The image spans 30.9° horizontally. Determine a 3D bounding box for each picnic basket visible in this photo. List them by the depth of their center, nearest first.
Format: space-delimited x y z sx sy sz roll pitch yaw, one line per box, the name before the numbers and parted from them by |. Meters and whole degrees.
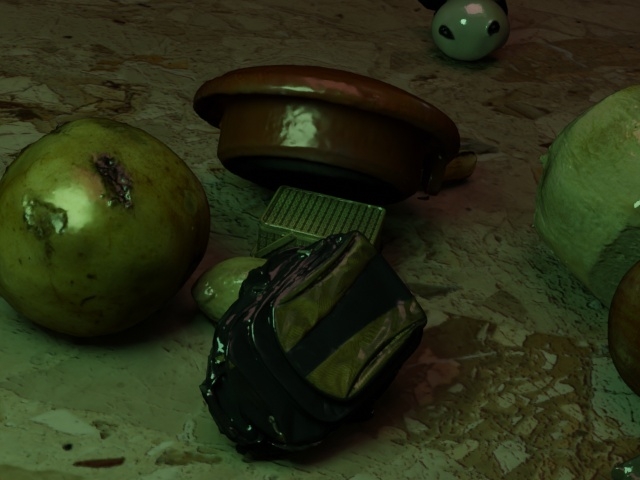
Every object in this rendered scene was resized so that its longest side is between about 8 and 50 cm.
picnic basket | 0.000 0.000 1.503 0.164 0.080 0.115 14 33 8

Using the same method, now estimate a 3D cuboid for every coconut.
coconut | 0.427 -0.063 1.517 0.297 0.297 0.254 -8 37 -24

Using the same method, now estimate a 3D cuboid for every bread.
bread | 0.180 -0.111 1.746 0.106 0.053 0.072 -14 16 -35

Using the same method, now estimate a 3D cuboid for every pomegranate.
pomegranate | -0.262 -0.015 1.331 0.260 0.260 0.260 6 33 -4

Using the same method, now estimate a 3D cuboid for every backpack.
backpack | -0.020 0.120 1.250 0.206 0.133 0.258 49 50 0

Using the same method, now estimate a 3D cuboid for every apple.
apple | 0.439 0.104 1.330 0.211 0.211 0.188 -13 30 -30

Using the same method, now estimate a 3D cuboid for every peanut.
peanut | -0.048 0.062 1.388 0.214 0.090 0.099 2 27 -12

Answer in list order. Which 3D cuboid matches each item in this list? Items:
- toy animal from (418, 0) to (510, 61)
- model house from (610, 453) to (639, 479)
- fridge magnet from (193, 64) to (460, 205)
toy animal | 0.267 -0.404 2.153 0.166 0.138 0.179 -8 40 10
model house | 0.411 0.252 1.185 0.188 0.122 0.229 18 17 37
fridge magnet | 0.006 -0.142 1.551 0.363 0.155 0.363 10 -8 1
